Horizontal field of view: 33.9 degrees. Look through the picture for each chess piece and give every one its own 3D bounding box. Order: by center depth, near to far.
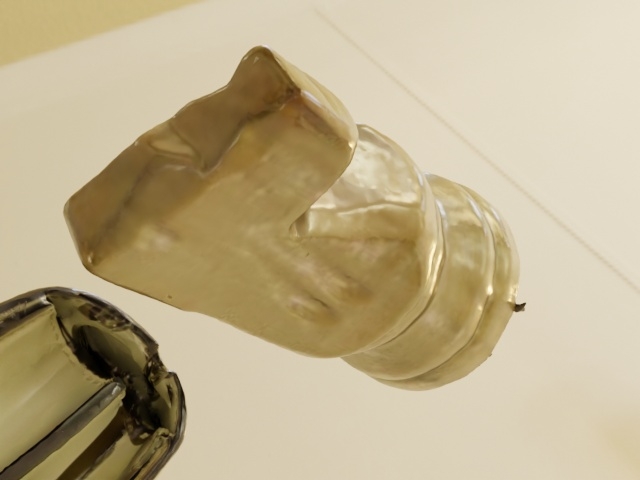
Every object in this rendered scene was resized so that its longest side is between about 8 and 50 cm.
[{"bbox_3d":[0.000,0.000,0.553,0.137,0.301,0.137,-7,-105,28],"label":"chess piece"}]

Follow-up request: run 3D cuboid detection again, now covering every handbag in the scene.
[{"bbox_3d":[-0.221,0.181,0.655,0.160,0.358,0.237,47,-119,4],"label":"handbag"}]
